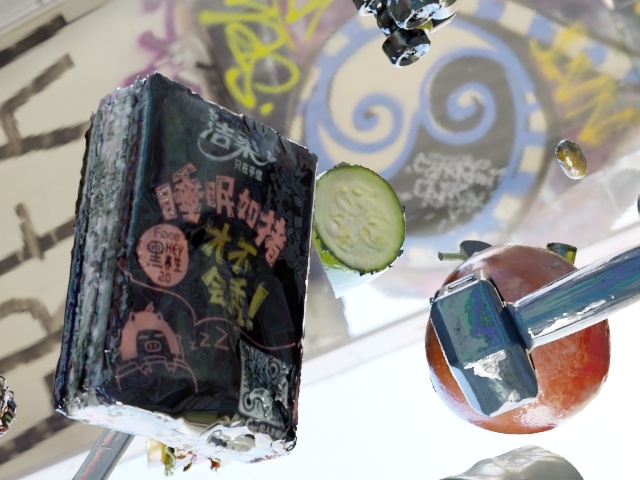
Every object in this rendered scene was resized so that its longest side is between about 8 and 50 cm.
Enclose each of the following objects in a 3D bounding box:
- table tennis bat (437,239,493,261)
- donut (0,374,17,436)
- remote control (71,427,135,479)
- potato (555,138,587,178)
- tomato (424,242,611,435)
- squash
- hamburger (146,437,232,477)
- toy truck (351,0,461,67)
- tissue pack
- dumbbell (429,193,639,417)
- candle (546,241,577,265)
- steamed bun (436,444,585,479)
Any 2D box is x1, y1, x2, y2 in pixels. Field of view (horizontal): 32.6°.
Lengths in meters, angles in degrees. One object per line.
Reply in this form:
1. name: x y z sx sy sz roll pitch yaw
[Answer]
1. table tennis bat: 0.273 0.029 1.957 0.156 0.013 0.087 2 -134 -34
2. donut: -0.676 0.294 1.995 0.216 0.230 0.096 -118 20 -53
3. remote control: -0.406 0.417 2.004 0.261 0.067 0.029 -60 -36 -41
4. potato: 0.454 -0.147 1.971 0.083 0.051 0.040 48 162 -28
5. tomato: 0.274 0.139 1.494 0.265 0.265 0.265 58 -163 -29
6. squash: 0.000 0.000 1.703 0.189 0.260 0.189 10 -110 -29
7. hamburger: -0.250 0.339 2.211 0.274 0.212 0.274 178 90 -82
8. toy truck: 0.152 -0.387 1.688 0.147 0.165 0.224 60 168 15
9. tissue pack: -0.115 0.032 1.039 0.245 0.123 0.332 25 -121 -41
10. dumbbell: 0.272 0.055 1.116 0.156 0.316 0.143 58 -168 -31
11. candle: 0.375 0.070 1.750 0.052 0.052 0.130 25 -103 -68
12. steamed bun: 0.268 0.495 1.671 0.255 0.367 0.342 15 -165 -44
